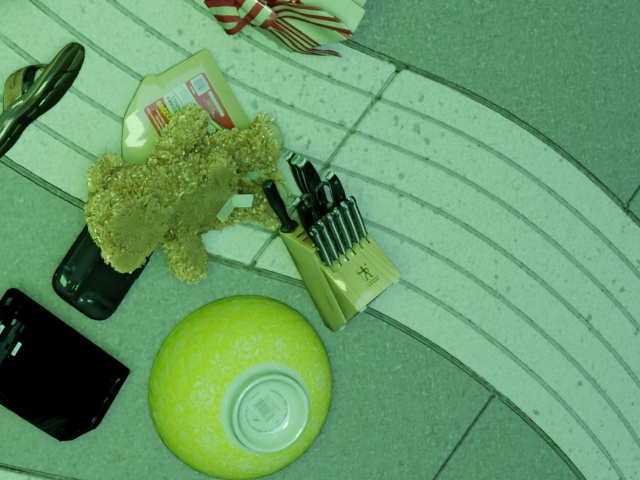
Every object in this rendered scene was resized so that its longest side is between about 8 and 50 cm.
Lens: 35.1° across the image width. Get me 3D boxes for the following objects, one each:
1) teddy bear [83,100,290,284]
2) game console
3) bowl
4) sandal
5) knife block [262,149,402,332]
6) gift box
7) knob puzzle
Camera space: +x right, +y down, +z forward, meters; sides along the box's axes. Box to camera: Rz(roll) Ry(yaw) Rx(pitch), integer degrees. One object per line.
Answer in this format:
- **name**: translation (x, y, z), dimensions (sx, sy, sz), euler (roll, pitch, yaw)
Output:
- **teddy bear**: translation (-0.180, -0.069, 1.411), dimensions (0.338, 0.113, 0.245), euler (-36, 130, -26)
- **game console**: translation (-0.319, 0.086, 1.407), dimensions (0.213, 0.044, 0.361), euler (45, 64, -35)
- **bowl**: translation (-0.097, 0.234, 1.496), dimensions (0.289, 0.156, 0.290), euler (-3, 99, -21)
- **sandal**: translation (-0.403, -0.190, 1.359), dimensions (0.060, 0.090, 0.219), euler (42, 88, 0)
- **knife block**: translation (0.000, 0.000, 1.490), dimensions (0.088, 0.276, 0.242), euler (-37, 84, -16)
- **gift box**: translation (-0.028, -0.392, 1.376), dimensions (0.276, 0.255, 0.258), euler (31, 84, -17)
- **knob puzzle**: translation (-0.204, -0.153, 1.460), dimensions (0.213, 0.030, 0.213), euler (-4, 101, -23)
